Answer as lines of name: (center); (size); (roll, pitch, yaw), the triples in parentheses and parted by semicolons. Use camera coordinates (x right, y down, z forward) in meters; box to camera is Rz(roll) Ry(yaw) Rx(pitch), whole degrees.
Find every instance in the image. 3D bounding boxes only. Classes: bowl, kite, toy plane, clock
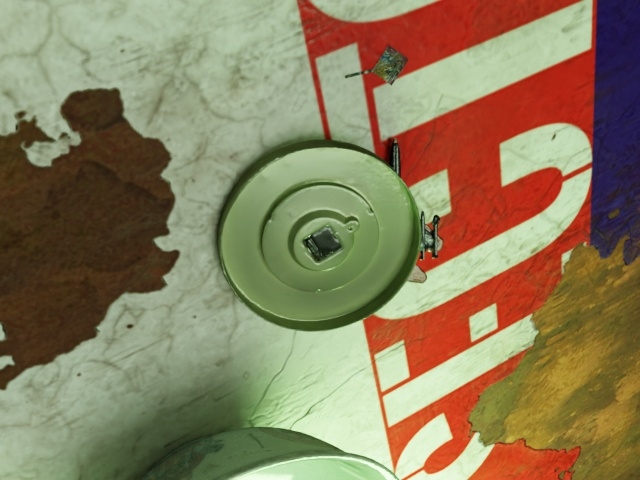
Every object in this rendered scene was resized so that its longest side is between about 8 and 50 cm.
bowl: (-0.116, 0.373, 0.970); (0.434, 0.196, 0.435); (-15, 124, -23)
kite: (0.065, -0.197, 0.864); (0.078, 0.002, 0.044); (1, 117, -33)
toy plane: (0.092, -0.029, 0.942); (0.130, 0.061, 0.189); (-6, 120, -9)
clock: (0.000, 0.000, 0.883); (0.234, 0.029, 0.235); (-5, 116, -11)
